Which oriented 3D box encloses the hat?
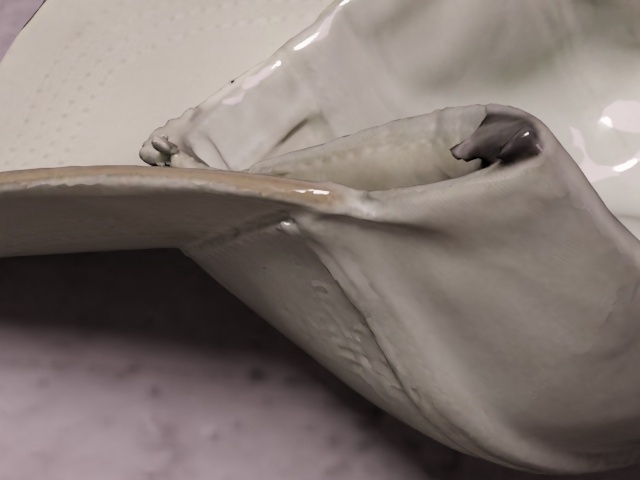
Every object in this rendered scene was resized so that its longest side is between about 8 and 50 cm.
[{"bbox_3d":[0.003,-0.006,0.600,0.302,0.168,0.258,-6,26,15],"label":"hat"}]
